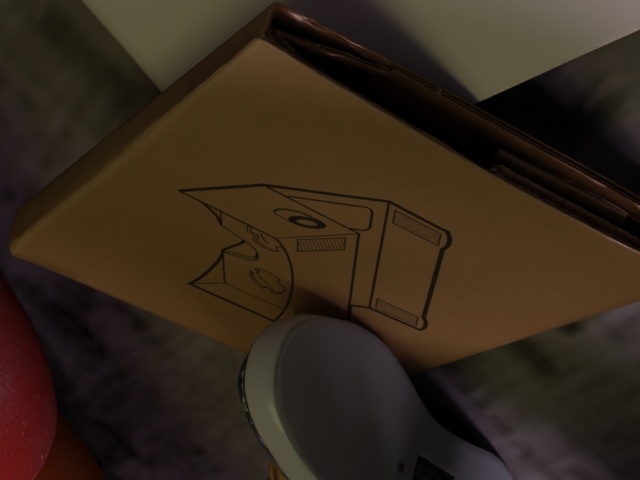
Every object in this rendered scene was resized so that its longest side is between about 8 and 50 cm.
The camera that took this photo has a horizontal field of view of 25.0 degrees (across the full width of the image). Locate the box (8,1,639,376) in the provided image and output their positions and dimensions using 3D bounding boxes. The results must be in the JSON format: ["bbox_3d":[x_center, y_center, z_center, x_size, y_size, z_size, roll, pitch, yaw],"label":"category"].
[{"bbox_3d":[0.000,0.000,0.500,0.164,0.021,0.201,25,153,-24],"label":"box"}]

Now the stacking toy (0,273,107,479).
[{"bbox_3d":[-0.254,0.026,0.640,0.351,0.351,0.479,14,119,29],"label":"stacking toy"}]

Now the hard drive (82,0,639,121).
[{"bbox_3d":[-0.055,-0.164,0.406,0.318,0.040,0.210,49,143,-15],"label":"hard drive"}]

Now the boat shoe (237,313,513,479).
[{"bbox_3d":[0.003,0.085,0.574,0.083,0.065,0.183,0,151,35],"label":"boat shoe"}]
